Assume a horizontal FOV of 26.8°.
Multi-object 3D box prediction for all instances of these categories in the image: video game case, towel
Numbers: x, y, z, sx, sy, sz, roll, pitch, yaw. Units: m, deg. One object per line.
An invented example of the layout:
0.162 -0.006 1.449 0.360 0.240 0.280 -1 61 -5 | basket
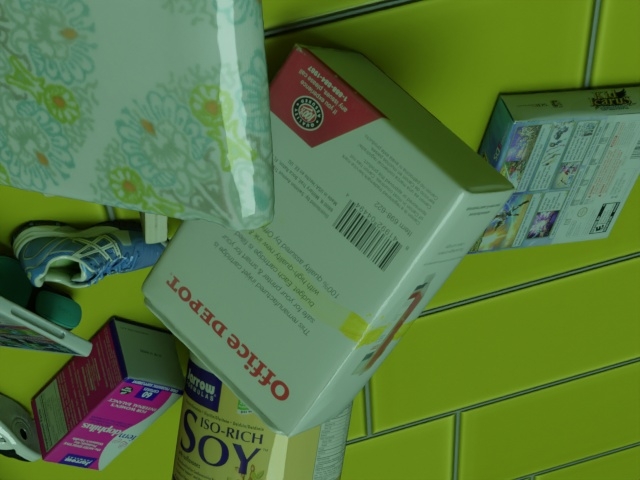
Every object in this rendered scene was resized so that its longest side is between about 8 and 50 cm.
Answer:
0.336 -0.099 1.912 0.244 0.061 0.269 -7 140 -20 | video game case
-0.422 0.100 1.730 0.201 0.023 0.183 1 155 42 | video game case
-0.218 -0.188 1.311 0.375 0.090 0.320 11 124 26 | towel

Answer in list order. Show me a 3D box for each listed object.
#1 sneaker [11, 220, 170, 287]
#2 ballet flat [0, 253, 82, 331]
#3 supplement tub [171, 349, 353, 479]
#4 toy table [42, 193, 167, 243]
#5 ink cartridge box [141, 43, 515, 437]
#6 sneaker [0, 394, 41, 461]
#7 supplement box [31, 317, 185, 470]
-0.294 0.026 1.758 0.211 0.081 0.080 -3 137 -24 | sneaker
-0.400 0.074 1.780 0.074 0.074 0.203 -31 146 13 | ballet flat
-0.077 0.242 1.897 0.241 0.241 0.331 3 101 -28 | supplement tub
-0.205 -0.136 1.538 0.252 0.160 0.274 -17 143 -5 | toy table
0.000 0.000 1.627 0.384 0.279 0.160 -54 160 21 | ink cartridge box
-0.514 0.275 1.971 0.121 0.079 0.217 -27 134 13 | sneaker
-0.313 0.229 1.972 0.111 0.114 0.220 19 129 -41 | supplement box
